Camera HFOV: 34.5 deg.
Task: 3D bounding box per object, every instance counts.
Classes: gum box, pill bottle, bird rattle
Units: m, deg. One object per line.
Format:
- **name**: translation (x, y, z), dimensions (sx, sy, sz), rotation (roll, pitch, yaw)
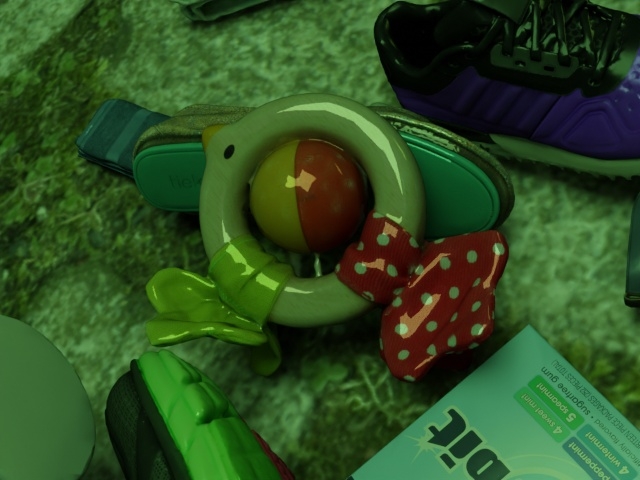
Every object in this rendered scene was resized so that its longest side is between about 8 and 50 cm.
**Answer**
- **gum box**: translation (0.117, 0.168, 0.654), dimensions (0.184, 0.041, 0.157), rotation (-39, 54, -4)
- **pill bottle**: translation (-0.301, 0.175, 0.694), dimensions (0.301, 0.169, 0.169), rotation (-34, 51, 20)
- **bird rattle**: translation (0.000, 0.000, 0.710), dimensions (0.253, 0.143, 0.207), rotation (-9, 88, 26)

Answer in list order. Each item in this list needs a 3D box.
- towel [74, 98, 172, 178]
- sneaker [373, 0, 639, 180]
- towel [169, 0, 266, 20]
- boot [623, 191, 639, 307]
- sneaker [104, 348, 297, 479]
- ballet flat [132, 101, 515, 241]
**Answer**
- **towel**: translation (-0.163, -0.088, 0.935), dimensions (0.119, 0.029, 0.067), rotation (21, 69, 32)
- **sneaker**: translation (0.153, -0.128, 0.723), dimensions (0.293, 0.146, 0.102), rotation (6, 60, 42)
- **towel**: translation (-0.007, -0.402, 1.033), dimensions (0.320, 0.090, 0.374), rotation (-13, 56, 13)
- **boot**: translation (0.260, -0.047, 0.706), dimensions (0.106, 0.082, 0.219), rotation (-2, 61, 18)
- **sneaker**: translation (-0.081, 0.272, 0.582), dimensions (0.202, 0.185, 0.483), rotation (-21, 52, 6)
- **ballet flat**: translation (0.003, -0.070, 0.814), dimensions (0.316, 0.107, 0.106), rotation (8, 33, 20)
